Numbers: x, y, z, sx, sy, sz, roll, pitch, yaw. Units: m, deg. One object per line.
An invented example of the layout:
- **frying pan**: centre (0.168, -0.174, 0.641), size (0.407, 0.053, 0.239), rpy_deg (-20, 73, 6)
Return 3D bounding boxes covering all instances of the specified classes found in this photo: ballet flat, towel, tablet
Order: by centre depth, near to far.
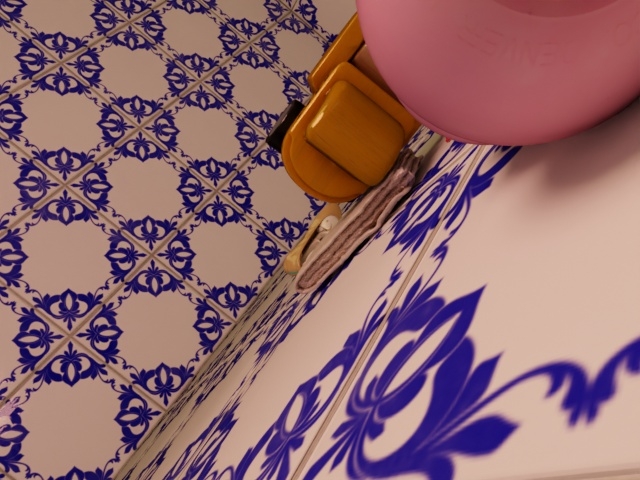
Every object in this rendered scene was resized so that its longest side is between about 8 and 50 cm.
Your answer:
- **towel**: centre (0.070, -0.036, 0.954), size (0.282, 0.049, 0.187), rpy_deg (-47, 3, 26)
- **tablet**: centre (0.218, -0.215, 1.259), size (0.054, 0.006, 0.083), rpy_deg (-50, 4, -6)
- **ballet flat**: centre (0.000, 0.000, 1.371), size (0.073, 0.080, 0.232), rpy_deg (6, 54, 51)

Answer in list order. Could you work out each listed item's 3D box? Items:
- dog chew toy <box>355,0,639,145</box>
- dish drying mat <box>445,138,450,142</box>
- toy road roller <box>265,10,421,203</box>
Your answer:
- **dog chew toy**: centre (0.134, -0.166, 0.423), size (0.206, 0.207, 0.332), rpy_deg (-50, -4, 6)
- **dish drying mat**: centre (0.231, -0.192, 0.880), size (0.083, 0.008, 0.032), rpy_deg (-48, 4, 36)
- **toy road roller**: centre (0.072, -0.213, 0.912), size (0.329, 0.203, 0.240), rpy_deg (-53, 15, 5)
